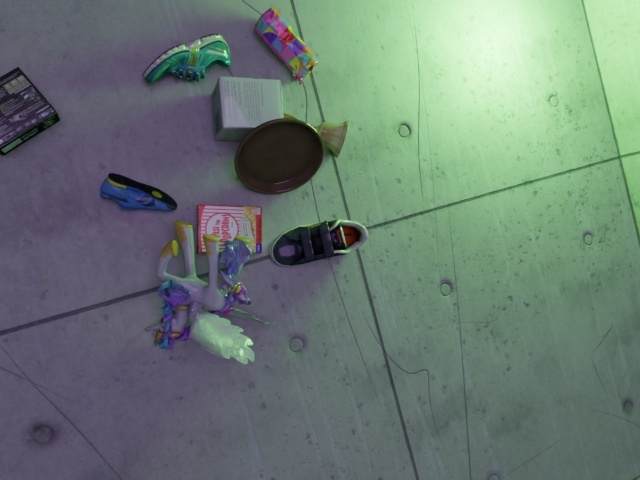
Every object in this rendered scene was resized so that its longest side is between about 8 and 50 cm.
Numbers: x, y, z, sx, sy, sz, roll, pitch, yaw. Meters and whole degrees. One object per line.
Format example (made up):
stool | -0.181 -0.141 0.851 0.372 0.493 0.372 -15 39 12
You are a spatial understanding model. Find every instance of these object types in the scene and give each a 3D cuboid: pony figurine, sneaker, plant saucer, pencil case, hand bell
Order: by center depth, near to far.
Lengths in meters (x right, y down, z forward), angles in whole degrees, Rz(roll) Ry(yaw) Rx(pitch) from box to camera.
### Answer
pony figurine | -0.306 0.160 1.376 0.351 0.303 0.363 14 99 7
sneaker | -0.520 -0.118 1.417 0.209 0.069 0.082 21 113 -27
sneaker | -0.390 -0.523 1.466 0.275 0.107 0.109 -29 107 -20
plant saucer | -0.125 -0.256 1.496 0.278 0.277 0.041 -5 47 -21
sneaker | 0.000 0.000 1.571 0.321 0.127 0.126 -17 94 -20
pencil case | -0.108 -0.622 1.580 0.104 0.104 0.236 -45 101 -17
hand bell | -0.040 -0.364 1.601 0.242 0.126 0.126 17 81 -8

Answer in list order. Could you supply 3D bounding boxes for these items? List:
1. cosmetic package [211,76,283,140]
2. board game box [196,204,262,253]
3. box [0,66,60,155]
cosmetic package | -0.222 -0.391 1.493 0.184 0.151 0.151 -5 88 -22
board game box | -0.277 -0.032 1.507 0.194 0.045 0.146 0 87 -21
box | -0.816 -0.338 1.300 0.180 0.077 0.147 -42 102 -18
